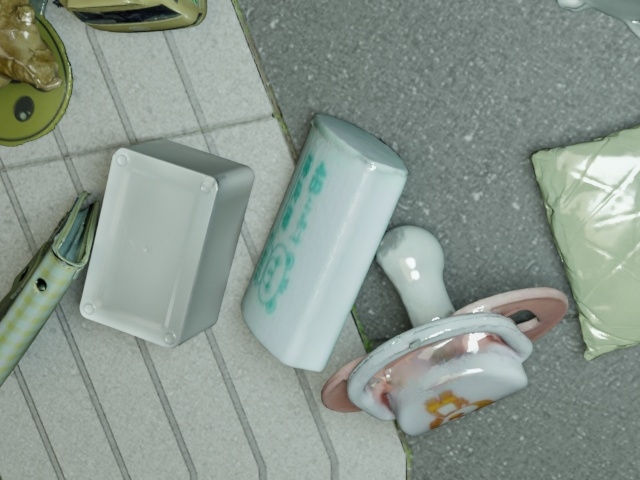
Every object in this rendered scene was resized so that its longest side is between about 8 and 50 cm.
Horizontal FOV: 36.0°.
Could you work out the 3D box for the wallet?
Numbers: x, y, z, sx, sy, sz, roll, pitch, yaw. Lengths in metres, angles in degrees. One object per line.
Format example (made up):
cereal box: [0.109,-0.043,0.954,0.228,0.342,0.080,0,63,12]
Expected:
wallet: [-0.409,0.087,1.374,0.077,0.223,0.309,34,111,-15]

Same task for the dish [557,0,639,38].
dish: [0.391,-0.354,1.143,0.228,0.086,0.236,30,106,9]

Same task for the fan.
fan: [-0.441,-0.279,1.425,0.229,0.011,0.335,39,109,6]

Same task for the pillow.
pillow: [0.425,-0.016,1.202,0.281,0.076,0.274,-16,98,12]

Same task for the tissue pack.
tissue pack: [-0.211,0.002,1.346,0.159,0.136,0.246,19,105,12]

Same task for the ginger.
ginger: [-0.456,-0.294,1.360,0.270,0.123,0.218,25,110,3]

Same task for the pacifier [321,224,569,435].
pacifier: [0.147,0.121,1.236,0.332,0.273,0.220,-28,118,17]

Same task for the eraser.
eraser: [0.000,0.000,1.270,0.104,0.189,0.290,13,108,-33]

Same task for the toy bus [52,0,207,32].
toy bus: [-0.250,-0.451,1.243,0.177,0.202,0.365,-1,100,15]
